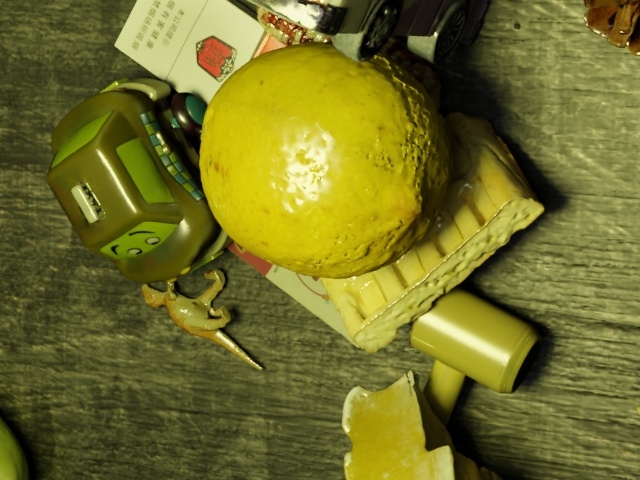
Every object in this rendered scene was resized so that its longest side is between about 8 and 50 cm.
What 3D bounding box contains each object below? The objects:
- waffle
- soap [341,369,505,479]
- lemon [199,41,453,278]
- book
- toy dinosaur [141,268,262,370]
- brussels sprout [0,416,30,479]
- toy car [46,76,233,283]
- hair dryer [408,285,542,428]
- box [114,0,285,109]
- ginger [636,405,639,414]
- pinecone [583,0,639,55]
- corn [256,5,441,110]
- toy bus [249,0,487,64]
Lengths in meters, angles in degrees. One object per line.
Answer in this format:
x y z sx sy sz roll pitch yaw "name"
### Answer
0.109 -0.014 1.855 0.274 0.057 0.168 -41 51 17 "waffle"
0.180 0.346 1.892 0.169 0.338 0.304 -28 46 26 "soap"
-0.002 -0.091 1.765 0.310 0.258 0.258 15 104 40 "lemon"
0.000 0.000 1.977 0.232 0.022 0.162 37 111 17 "book"
-0.155 0.109 2.061 0.126 0.039 0.162 -23 93 36 "toy dinosaur"
-0.521 0.321 2.144 0.273 0.242 0.317 8 104 31 "brussels sprout"
-0.230 -0.060 1.955 0.204 0.198 0.248 -29 93 29 "toy car"
0.150 0.194 1.910 0.135 0.090 0.279 28 114 17 "hair dryer"
-0.129 -0.231 1.997 0.245 0.035 0.139 38 111 16 "box"
0.440 0.139 1.762 0.104 0.080 0.204 34 115 -18 "ginger"
0.356 -0.277 1.679 0.207 0.207 0.208 4 99 24 "pinecone"
0.038 -0.224 1.892 0.253 0.086 0.086 37 111 16 "corn"
0.049 -0.337 1.676 0.209 0.440 0.249 32 107 18 "toy bus"
